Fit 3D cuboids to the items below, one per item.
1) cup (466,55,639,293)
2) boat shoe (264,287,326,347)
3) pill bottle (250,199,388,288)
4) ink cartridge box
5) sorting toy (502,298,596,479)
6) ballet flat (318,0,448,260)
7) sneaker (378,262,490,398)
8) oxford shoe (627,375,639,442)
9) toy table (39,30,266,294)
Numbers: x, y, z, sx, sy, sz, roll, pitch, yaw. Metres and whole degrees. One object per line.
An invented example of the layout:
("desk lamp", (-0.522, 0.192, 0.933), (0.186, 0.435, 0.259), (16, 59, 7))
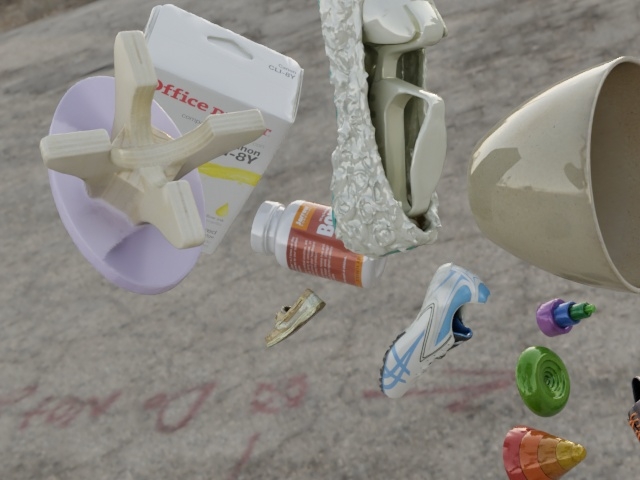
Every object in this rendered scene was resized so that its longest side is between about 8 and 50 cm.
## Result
("cup", (0.358, -0.085, 1.450), (0.237, 0.331, 0.331), (-4, 26, 41))
("boat shoe", (-0.048, 0.127, 1.635), (0.135, 0.045, 0.050), (-41, -8, 26))
("pill bottle", (0.000, 0.000, 1.651), (0.216, 0.121, 0.121), (13, 32, 16))
("ink cartridge box", (-0.237, -0.182, 1.742), (0.385, 0.279, 0.160), (-54, 22, 43))
("sorting toy", (0.416, 0.253, 1.691), (0.126, 0.127, 0.365), (-25, 40, 49))
("ballet flat", (0.086, -0.179, 1.097), (0.147, 0.409, 0.147), (-3, 8, 0))
("sneaker", (0.152, 0.139, 1.365), (0.086, 0.237, 0.085), (36, 33, 16))
("oxford shoe", (0.599, 0.354, 1.791), (0.098, 0.097, 0.271), (19, 37, 4))
("toy table", (-0.203, -0.091, 1.116), (0.252, 0.274, 0.161), (-25, -9, -33))
